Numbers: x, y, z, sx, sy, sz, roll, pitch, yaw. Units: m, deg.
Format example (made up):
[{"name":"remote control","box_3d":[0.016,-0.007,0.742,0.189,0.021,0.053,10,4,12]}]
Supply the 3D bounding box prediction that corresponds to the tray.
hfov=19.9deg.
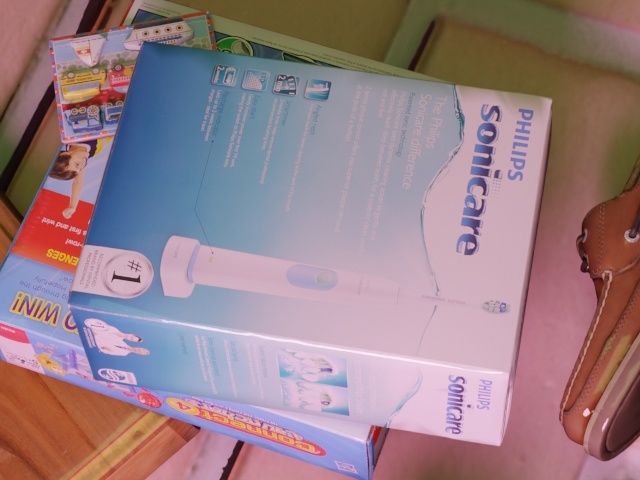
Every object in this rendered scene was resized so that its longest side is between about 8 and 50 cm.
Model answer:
[{"name":"tray","box_3d":[-0.305,0.064,1.471,0.203,0.076,0.411,-41,68,-3]}]

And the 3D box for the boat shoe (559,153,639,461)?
[{"name":"boat shoe","box_3d":[0.243,0.019,1.353,0.104,0.110,0.307,24,68,23]}]

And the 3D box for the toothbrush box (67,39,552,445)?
[{"name":"toothbrush box","box_3d":[0.000,0.000,1.260,0.296,0.126,0.216,7,62,7]}]

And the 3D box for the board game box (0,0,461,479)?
[{"name":"board game box","box_3d":[-0.054,-0.010,1.388,0.308,0.086,0.302,18,65,12]}]

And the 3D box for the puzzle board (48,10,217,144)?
[{"name":"puzzle board","box_3d":[-0.141,-0.127,1.398,0.128,0.011,0.096,-10,63,-3]}]
